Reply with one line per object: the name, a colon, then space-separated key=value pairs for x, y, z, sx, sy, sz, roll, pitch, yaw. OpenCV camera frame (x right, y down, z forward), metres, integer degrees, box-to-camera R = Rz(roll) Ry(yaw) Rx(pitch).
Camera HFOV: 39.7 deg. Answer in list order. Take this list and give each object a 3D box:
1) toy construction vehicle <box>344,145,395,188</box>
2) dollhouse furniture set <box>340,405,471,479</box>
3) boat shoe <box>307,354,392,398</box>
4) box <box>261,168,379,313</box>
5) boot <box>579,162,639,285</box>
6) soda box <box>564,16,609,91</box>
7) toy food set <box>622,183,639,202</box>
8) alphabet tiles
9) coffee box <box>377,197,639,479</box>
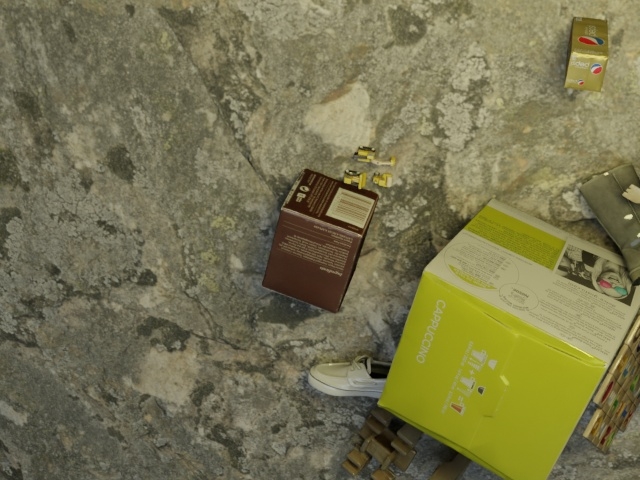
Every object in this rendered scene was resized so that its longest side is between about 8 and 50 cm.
toy construction vehicle: x=0.094 y=-0.136 z=1.737 sx=0.098 sy=0.035 sz=0.086 roll=14 pitch=125 yaw=9
dollhouse furniture set: x=0.209 y=0.495 z=2.071 sx=0.242 sy=0.161 sz=0.212 roll=38 pitch=128 yaw=20
boat shoe: x=0.100 y=0.297 z=1.989 sx=0.258 sy=0.095 sz=0.084 roll=5 pitch=119 yaw=3
box: x=0.000 y=0.000 z=1.773 sx=0.167 sy=0.168 sz=0.203 roll=19 pitch=125 yaw=4
boot: x=0.584 y=-0.043 z=1.563 sx=0.189 sy=0.209 sz=0.076 roll=-19 pitch=150 yaw=5
soda box: x=0.430 y=-0.303 z=1.431 sx=0.058 sy=0.181 sz=0.061 roll=10 pitch=124 yaw=12
toy food set: x=0.595 y=-0.105 z=1.436 sx=0.132 sy=0.038 sz=0.192 roll=30 pitch=129 yaw=0
alphabet tiles: x=0.580 y=0.258 z=1.654 sx=0.011 sy=0.285 sz=0.342 roll=28 pitch=174 yaw=32
coffee box: x=0.353 y=0.184 z=1.629 sx=0.338 sy=0.334 sz=0.338 roll=28 pitch=127 yaw=19
